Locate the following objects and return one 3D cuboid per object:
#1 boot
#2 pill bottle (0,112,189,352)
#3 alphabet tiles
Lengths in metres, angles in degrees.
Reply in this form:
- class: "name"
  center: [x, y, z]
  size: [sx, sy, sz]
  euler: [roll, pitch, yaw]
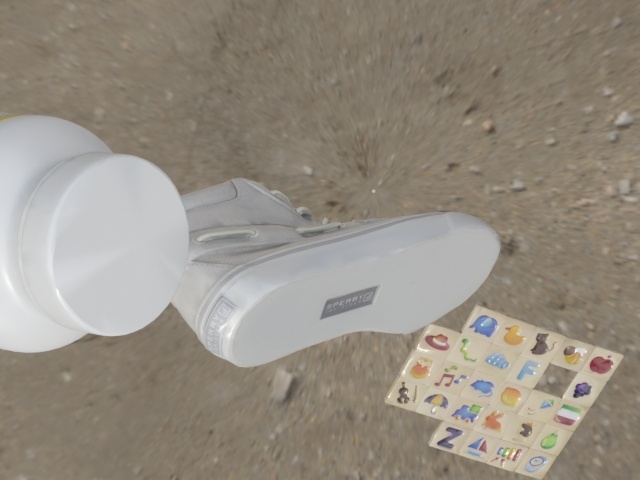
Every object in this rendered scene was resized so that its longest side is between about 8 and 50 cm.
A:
- class: "boot"
  center: [0.000, 0.000, 0.877]
  size: [0.123, 0.258, 0.095]
  euler: [44, 124, 32]
- class: "pill bottle"
  center: [-0.148, -0.006, 0.597]
  size: [0.184, 0.103, 0.103]
  euler: [7, 93, 41]
- class: "alphabet tiles"
  center: [0.204, 0.175, 1.554]
  size: [0.237, 0.009, 0.198]
  euler: [19, 116, -17]
